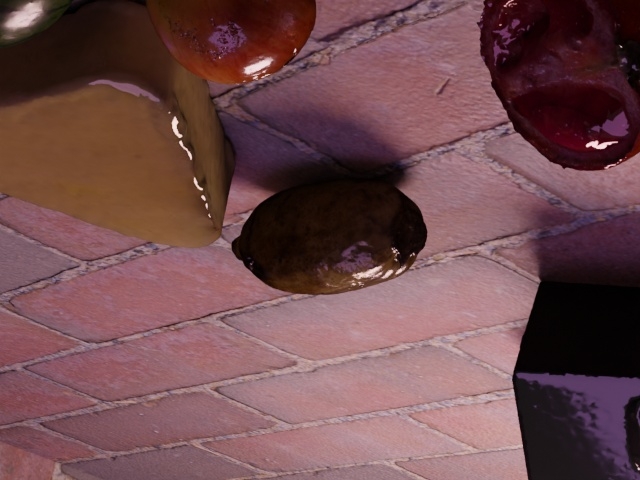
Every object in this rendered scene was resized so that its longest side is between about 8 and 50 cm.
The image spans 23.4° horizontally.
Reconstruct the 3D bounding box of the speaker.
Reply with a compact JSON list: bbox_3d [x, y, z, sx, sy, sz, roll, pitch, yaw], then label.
[{"bbox_3d":[0.363,0.203,1.860,0.232,0.184,0.254,3,128,19],"label":"speaker"}]

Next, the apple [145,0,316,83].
[{"bbox_3d":[-0.071,-0.198,1.296,0.146,0.146,0.146,10,157,4],"label":"apple"}]

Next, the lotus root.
[{"bbox_3d":[0.000,0.000,1.744,0.260,0.128,0.145,-7,161,40],"label":"lotus root"}]

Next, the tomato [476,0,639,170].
[{"bbox_3d":[0.227,-0.159,1.312,0.173,0.099,0.189,5,121,54],"label":"tomato"}]

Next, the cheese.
[{"bbox_3d":[-0.282,-0.123,1.620,0.384,0.104,0.384,10,157,4],"label":"cheese"}]

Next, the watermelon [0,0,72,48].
[{"bbox_3d":[-0.303,-0.234,1.350,0.204,0.127,0.232,-14,152,40],"label":"watermelon"}]
